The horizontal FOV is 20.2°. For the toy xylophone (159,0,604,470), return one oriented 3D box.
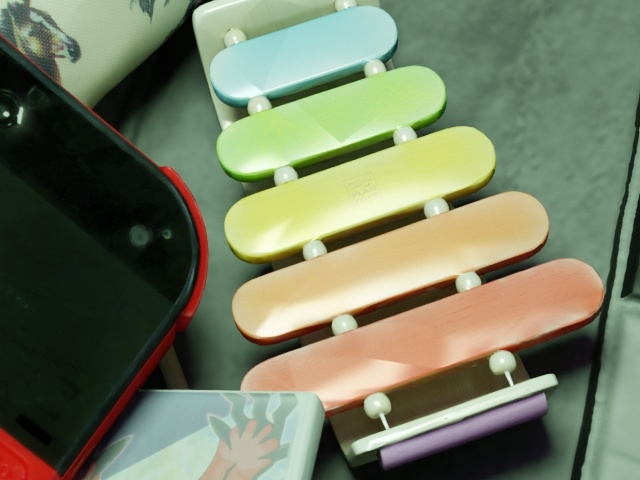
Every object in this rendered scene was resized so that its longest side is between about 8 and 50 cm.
[{"bbox_3d":[0.000,0.000,1.025,0.236,0.081,0.322,-25,63,-10],"label":"toy xylophone"}]

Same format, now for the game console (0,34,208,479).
[{"bbox_3d":[-0.277,0.007,0.874,0.386,0.060,0.342,40,71,-9],"label":"game console"}]

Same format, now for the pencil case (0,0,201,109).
[{"bbox_3d":[-0.157,-0.174,1.083,0.183,0.160,0.410,17,59,45],"label":"pencil case"}]

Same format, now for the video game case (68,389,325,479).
[{"bbox_3d":[-0.103,0.162,0.895,0.183,0.023,0.201,-1,52,18],"label":"video game case"}]
